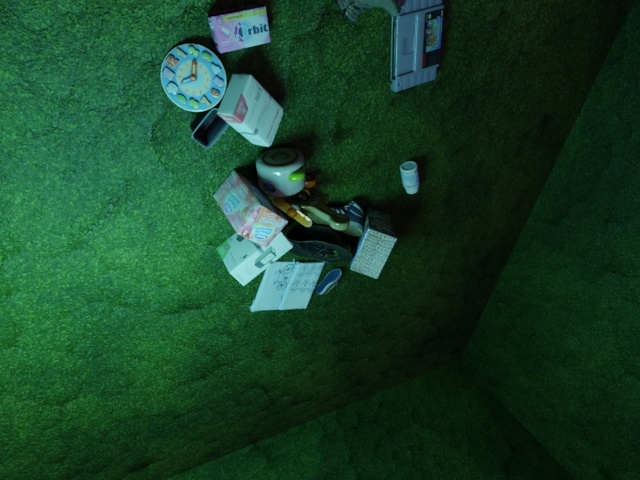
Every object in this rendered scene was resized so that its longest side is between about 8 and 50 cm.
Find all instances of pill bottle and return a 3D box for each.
[{"bbox_3d":[0.455,-0.316,2.115,0.087,0.087,0.160,-32,136,-10],"label":"pill bottle"}]

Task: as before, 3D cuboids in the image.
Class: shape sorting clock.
[{"bbox_3d":[-0.411,-0.526,1.356,0.206,0.040,0.206,-3,110,-7],"label":"shape sorting clock"}]

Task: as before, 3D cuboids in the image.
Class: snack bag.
[{"bbox_3d":[-0.168,0.235,2.151,0.342,0.037,0.323,4,120,-36],"label":"snack bag"}]

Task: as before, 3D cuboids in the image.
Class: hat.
[{"bbox_3d":[0.000,0.000,1.981,0.331,0.331,0.134,28,68,-44],"label":"hat"}]

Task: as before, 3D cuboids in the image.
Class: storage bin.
[{"bbox_3d":[-0.390,-0.404,1.465,0.135,0.091,0.098,-48,136,8],"label":"storage bin"}]

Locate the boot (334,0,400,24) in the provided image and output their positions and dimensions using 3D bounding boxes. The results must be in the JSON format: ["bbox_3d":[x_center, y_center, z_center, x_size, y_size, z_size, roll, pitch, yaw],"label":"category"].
[{"bbox_3d":[0.164,-0.856,1.519,0.246,0.083,0.161,24,114,-37],"label":"boot"}]

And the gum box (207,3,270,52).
[{"bbox_3d":[-0.265,-0.686,1.353,0.188,0.062,0.107,-23,133,-19],"label":"gum box"}]

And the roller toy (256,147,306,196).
[{"bbox_3d":[-0.154,-0.268,1.663,0.191,0.209,0.146,-5,129,-1],"label":"roller toy"}]

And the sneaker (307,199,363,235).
[{"bbox_3d":[0.080,-0.135,1.997,0.282,0.153,0.099,21,146,-10],"label":"sneaker"}]

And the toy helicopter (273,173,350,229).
[{"bbox_3d":[-0.032,-0.135,1.729,0.235,0.355,0.140,-27,137,-39],"label":"toy helicopter"}]

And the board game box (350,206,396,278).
[{"bbox_3d":[0.253,0.005,2.063,0.141,0.291,0.232,20,115,-5],"label":"board game box"}]

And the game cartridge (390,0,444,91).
[{"bbox_3d":[0.394,-0.815,1.712,0.230,0.068,0.355,-21,132,-15],"label":"game cartridge"}]

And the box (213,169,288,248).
[{"bbox_3d":[-0.275,-0.125,1.609,0.142,0.300,0.154,-49,136,8],"label":"box"}]

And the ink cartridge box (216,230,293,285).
[{"bbox_3d":[-0.283,0.029,1.795,0.273,0.198,0.115,-39,135,-3],"label":"ink cartridge box"}]

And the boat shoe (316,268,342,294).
[{"bbox_3d":[0.056,0.226,2.284,0.183,0.066,0.066,-43,142,16],"label":"boat shoe"}]

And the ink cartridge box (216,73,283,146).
[{"bbox_3d":[-0.238,-0.451,1.462,0.218,0.092,0.159,32,76,-58],"label":"ink cartridge box"}]
